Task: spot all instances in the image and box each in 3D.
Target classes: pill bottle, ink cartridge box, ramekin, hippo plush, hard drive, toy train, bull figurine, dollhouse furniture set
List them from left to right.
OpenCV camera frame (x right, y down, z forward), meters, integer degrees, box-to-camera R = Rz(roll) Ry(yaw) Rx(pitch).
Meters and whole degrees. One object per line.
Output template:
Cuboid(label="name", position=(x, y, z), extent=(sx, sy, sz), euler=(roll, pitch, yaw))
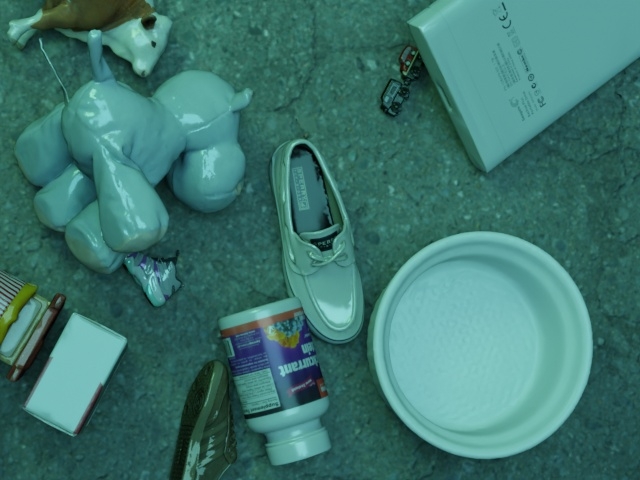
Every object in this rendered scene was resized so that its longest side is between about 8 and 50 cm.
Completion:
Cuboid(label="dollhouse furniture set", position=(-0.471, 0.180, 1.744), extent=(0.201, 0.152, 0.374), euler=(29, 81, -6))
Cuboid(label="bull figurine", position=(-0.310, -0.323, 1.803), extent=(0.188, 0.101, 0.310), euler=(-25, 119, -2))
Cuboid(label="ink cartridge box", position=(-0.289, 0.161, 1.766), extent=(0.072, 0.175, 0.127), euler=(27, 81, -4))
Cuboid(label="hippo plush", position=(-0.219, -0.124, 1.816), extent=(0.236, 0.234, 0.294), euler=(-21, 106, -41))
Cuboid(label="pill bottle", position=(-0.051, 0.175, 1.839), extent=(0.108, 0.108, 0.193), euler=(-16, 89, -11))
Cuboid(label="toy train", position=(0.120, -0.236, 1.944), extent=(0.036, 0.027, 0.158), euler=(27, 82, 4))
Cuboid(label="ramekin", position=(0.189, 0.132, 1.870), extent=(0.277, 0.135, 0.277), euler=(1, 85, -10))
Cuboid(label="hard drive", position=(0.297, -0.281, 1.910), extent=(0.353, 0.047, 0.233), euler=(-37, 122, -12))

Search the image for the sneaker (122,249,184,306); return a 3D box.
Cuboid(label="sneaker", position=(-0.208, 0.027, 1.862), extent=(0.069, 0.038, 0.098), euler=(-36, 101, -12))

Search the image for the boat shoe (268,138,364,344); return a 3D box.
Cuboid(label="boat shoe", position=(0.000, 0.000, 1.871), extent=(0.096, 0.088, 0.267), euler=(-10, 87, -10))

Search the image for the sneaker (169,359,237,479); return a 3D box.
Cuboid(label="sneaker", position=(-0.135, 0.244, 1.851), extent=(0.071, 0.066, 0.188), euler=(16, 88, -25))
